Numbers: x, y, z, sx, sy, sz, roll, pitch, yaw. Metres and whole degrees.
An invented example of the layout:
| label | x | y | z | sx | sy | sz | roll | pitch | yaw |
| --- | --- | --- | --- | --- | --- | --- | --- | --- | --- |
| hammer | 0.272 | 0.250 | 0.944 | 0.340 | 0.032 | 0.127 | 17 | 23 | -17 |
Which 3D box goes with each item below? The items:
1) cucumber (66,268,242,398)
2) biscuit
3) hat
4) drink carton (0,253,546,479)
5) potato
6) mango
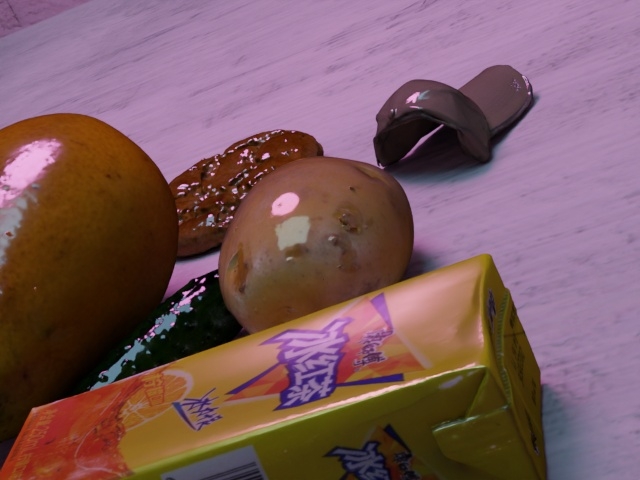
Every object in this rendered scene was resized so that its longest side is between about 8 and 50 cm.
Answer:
| label | x | y | z | sx | sy | sz | roll | pitch | yaw |
| --- | --- | --- | --- | --- | --- | --- | --- | --- | --- |
| cucumber | -0.140 | 0.100 | 1.276 | 0.227 | 0.069 | 0.069 | -41 | 25 | -24 |
| biscuit | -0.097 | -0.055 | 1.618 | 0.226 | 0.042 | 0.226 | -23 | 22 | 10 |
| hat | 0.122 | -0.138 | 1.495 | 0.147 | 0.085 | 0.175 | -5 | 30 | 45 |
| drink carton | -0.034 | 0.135 | 0.998 | 0.351 | 0.111 | 0.154 | -20 | 22 | 15 |
| potato | 0.000 | 0.000 | 1.255 | 0.150 | 0.146 | 0.234 | 20 | 28 | -4 |
| mango | -0.268 | 0.041 | 1.349 | 0.264 | 0.221 | 0.378 | -19 | 28 | 26 |
